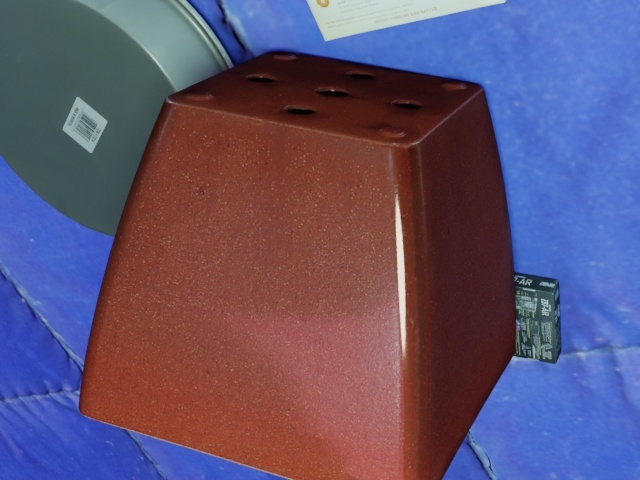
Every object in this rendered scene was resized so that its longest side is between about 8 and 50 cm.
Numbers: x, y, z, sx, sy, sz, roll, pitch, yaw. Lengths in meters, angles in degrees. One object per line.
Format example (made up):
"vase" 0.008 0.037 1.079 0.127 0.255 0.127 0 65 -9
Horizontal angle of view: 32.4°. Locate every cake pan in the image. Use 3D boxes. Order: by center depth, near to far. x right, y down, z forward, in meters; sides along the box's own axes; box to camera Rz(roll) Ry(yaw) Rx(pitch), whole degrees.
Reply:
"cake pan" -0.196 -0.117 0.971 0.293 0.054 0.293 19 134 20

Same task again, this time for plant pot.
"plant pot" 0.000 0.000 0.819 0.267 0.267 0.236 12 114 20

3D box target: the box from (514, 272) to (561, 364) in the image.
"box" 0.170 0.065 0.941 0.067 0.018 0.083 9 132 26

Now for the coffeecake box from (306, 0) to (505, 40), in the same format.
"coffeecake box" 0.036 -0.237 0.714 0.142 0.068 0.185 -5 125 35
